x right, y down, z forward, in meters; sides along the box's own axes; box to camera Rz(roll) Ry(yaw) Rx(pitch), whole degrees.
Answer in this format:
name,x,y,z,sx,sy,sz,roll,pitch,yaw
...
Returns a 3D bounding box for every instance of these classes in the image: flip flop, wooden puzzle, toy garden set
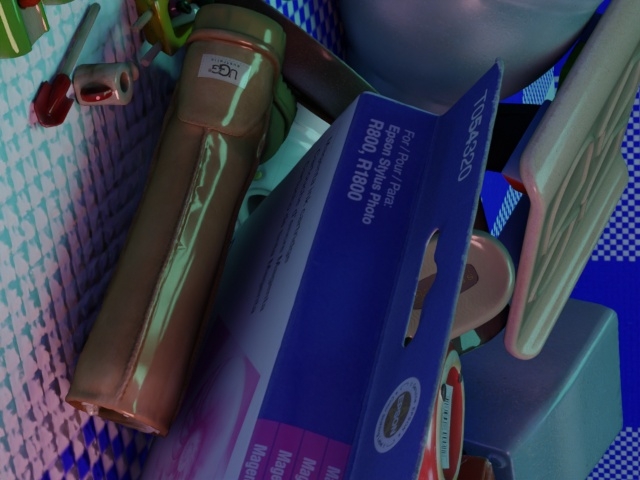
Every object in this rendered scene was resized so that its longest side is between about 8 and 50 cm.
name,x,y,z,sx,sy,sz,roll,pitch,yaw
flip flop,0.035,0.074,1.014,0.080,0.277,0.112,-155,-139,-83
wooden puzzle,0.266,-0.082,1.366,0.322,0.080,0.348,-57,157,-28
toy garden set,-0.132,-0.178,0.790,0.244,0.049,0.204,-67,152,-50

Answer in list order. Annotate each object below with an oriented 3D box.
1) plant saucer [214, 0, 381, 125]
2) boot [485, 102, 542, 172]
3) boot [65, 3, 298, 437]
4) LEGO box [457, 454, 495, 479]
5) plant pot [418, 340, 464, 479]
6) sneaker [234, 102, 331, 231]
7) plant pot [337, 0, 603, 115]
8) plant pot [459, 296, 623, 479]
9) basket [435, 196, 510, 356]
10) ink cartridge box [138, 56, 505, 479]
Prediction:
name,x,y,z,sx,sy,sz,roll,pitch,yaw
plant saucer,-0.022,-0.138,0.976,0.036,0.198,0.198,-52,158,0
boot,0.222,-0.152,1.618,0.246,0.207,0.094,-55,145,-54
boot,-0.096,-0.001,0.863,0.236,0.089,0.269,84,21,-75
LEGO box,0.057,0.505,1.176,0.500,0.193,0.372,-71,155,-45
plant pot,0.037,0.163,1.141,0.191,0.174,0.191,2,90,-75
sneaker,0.000,0.000,1.144,0.292,0.108,0.169,57,38,-44
plant pot,0.137,-0.248,1.324,0.196,0.293,0.293,-67,174,30
plant pot,0.252,0.235,1.724,0.252,0.248,0.247,-50,141,-39
basket,0.117,0.000,1.424,0.204,0.154,0.227,-31,117,-43
ink cartridge box,-0.021,0.068,0.804,0.330,0.071,0.324,-47,-159,50
